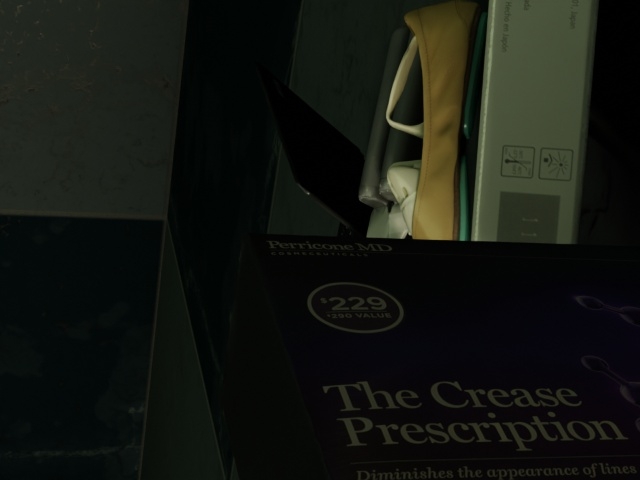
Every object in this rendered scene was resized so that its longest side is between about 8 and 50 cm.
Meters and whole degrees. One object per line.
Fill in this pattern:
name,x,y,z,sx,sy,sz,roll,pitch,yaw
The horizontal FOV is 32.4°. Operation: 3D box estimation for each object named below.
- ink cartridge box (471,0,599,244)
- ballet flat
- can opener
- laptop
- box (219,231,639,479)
ink cartridge box,0.139,-0.098,0.723,0.261,0.066,0.296,-29,-56,-78
ballet flat,0.086,-0.071,0.851,0.080,0.073,0.232,46,-131,-74
can opener,0.076,-0.046,0.918,0.074,0.093,0.281,-12,68,63
laptop,0.000,0.000,1.075,0.234,0.136,0.264,-109,26,-53
box,0.103,0.083,0.463,0.184,0.261,0.103,-118,34,-60
